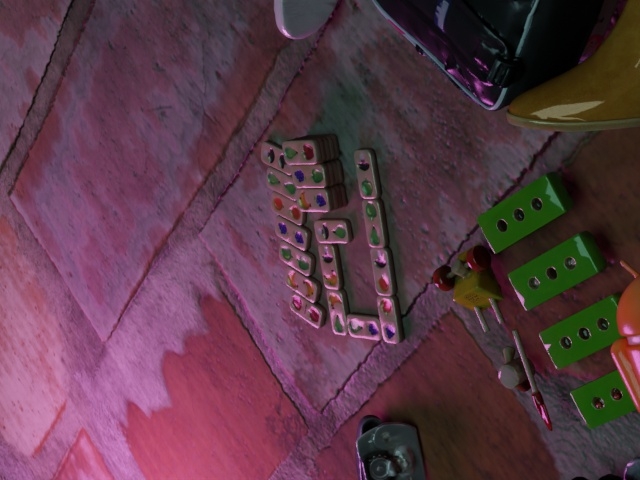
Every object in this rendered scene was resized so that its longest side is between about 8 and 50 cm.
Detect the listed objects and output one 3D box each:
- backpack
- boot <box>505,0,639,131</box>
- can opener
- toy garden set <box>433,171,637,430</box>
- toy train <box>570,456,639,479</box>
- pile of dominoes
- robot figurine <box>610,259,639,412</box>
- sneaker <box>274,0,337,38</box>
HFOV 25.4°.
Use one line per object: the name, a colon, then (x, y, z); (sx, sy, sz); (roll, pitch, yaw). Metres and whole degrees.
backpack: (0.157, -0.270, 1.299); (0.253, 0.191, 0.225); (43, 135, 32)
boot: (0.285, -0.211, 1.174); (0.295, 0.104, 0.211); (-10, 108, 11)
can opener: (0.099, 0.349, 1.715); (0.095, 0.076, 0.283); (-146, 43, -77)
toy garden set: (0.236, 0.076, 1.461); (0.204, 0.049, 0.244); (-35, 79, 47)
toy train: (0.370, 0.339, 1.351); (0.334, 0.142, 0.190); (17, 126, 44)
pile of dominoes: (0.000, 0.000, 1.696); (0.196, 0.040, 0.251); (2, 106, 47)
robot figurine: (0.349, 0.108, 1.285); (0.158, 0.128, 0.219); (135, 114, -85)
sneaker: (-0.026, -0.335, 1.581); (0.094, 0.080, 0.212); (30, 119, 52)
